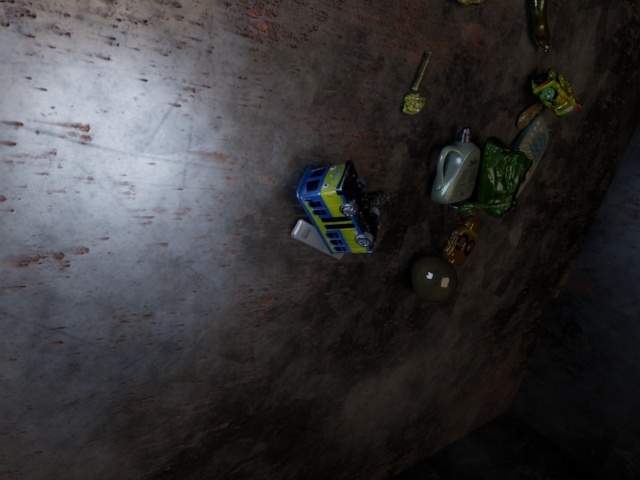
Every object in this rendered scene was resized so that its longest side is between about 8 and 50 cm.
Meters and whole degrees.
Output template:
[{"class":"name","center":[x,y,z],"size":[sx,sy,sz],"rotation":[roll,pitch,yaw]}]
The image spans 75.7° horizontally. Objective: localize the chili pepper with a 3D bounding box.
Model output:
[{"class":"chili pepper","center":[0.749,-0.278,1.738],"size":[0.213,0.167,0.384],"rotation":[-29,137,-11]}]

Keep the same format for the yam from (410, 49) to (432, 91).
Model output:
[{"class":"yam","center":[0.337,-0.555,1.353],"size":[0.033,0.027,0.129],"rotation":[22,103,-4]}]

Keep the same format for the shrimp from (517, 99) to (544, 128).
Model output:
[{"class":"shrimp","center":[0.939,-0.569,1.838],"size":[0.184,0.043,0.091],"rotation":[-44,141,-4]}]

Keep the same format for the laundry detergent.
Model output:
[{"class":"laundry detergent","center":[0.527,-0.295,1.595],"size":[0.215,0.105,0.280],"rotation":[-18,124,-30]}]

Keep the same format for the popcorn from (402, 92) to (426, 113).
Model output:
[{"class":"popcorn","center":[0.313,-0.452,1.369],"size":[0.083,0.059,0.068],"rotation":[-44,134,-1]}]

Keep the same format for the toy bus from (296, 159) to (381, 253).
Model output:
[{"class":"toy bus","center":[0.065,-0.093,1.259],"size":[0.287,0.175,0.138],"rotation":[59,40,-41]}]

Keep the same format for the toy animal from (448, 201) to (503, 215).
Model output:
[{"class":"toy animal","center":[0.658,-0.137,1.752],"size":[0.075,0.217,0.041],"rotation":[57,37,-58]}]

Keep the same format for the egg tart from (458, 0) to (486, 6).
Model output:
[{"class":"egg tart","center":[0.511,-0.897,1.244],"size":[0.342,0.132,0.341],"rotation":[-20,125,-30]}]

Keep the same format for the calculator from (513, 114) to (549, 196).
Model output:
[{"class":"calculator","center":[0.969,-0.401,1.940],"size":[0.256,0.054,0.386],"rotation":[36,86,-44]}]

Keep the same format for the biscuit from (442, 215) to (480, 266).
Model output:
[{"class":"biscuit","center":[0.655,0.022,1.915],"size":[0.209,0.041,0.290],"rotation":[25,95,-43]}]

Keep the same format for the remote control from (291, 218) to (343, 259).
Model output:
[{"class":"remote control","center":[0.000,0.000,1.376],"size":[0.261,0.029,0.067],"rotation":[27,93,-46]}]

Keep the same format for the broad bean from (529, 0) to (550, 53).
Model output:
[{"class":"broad bean","center":[0.842,-0.857,1.584],"size":[0.077,0.061,0.339],"rotation":[-53,136,-15]}]

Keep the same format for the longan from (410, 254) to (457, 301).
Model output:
[{"class":"longan","center":[0.480,0.166,1.744],"size":[0.197,0.197,0.220],"rotation":[-26,130,-27]}]

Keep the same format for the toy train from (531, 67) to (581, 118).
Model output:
[{"class":"toy train","center":[1.018,-0.633,1.780],"size":[0.296,0.100,0.160],"rotation":[2,68,-40]}]

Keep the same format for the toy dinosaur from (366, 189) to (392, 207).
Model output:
[{"class":"toy dinosaur","center":[0.191,-0.138,1.439],"size":[0.154,0.055,0.049],"rotation":[-29,132,-28]}]
